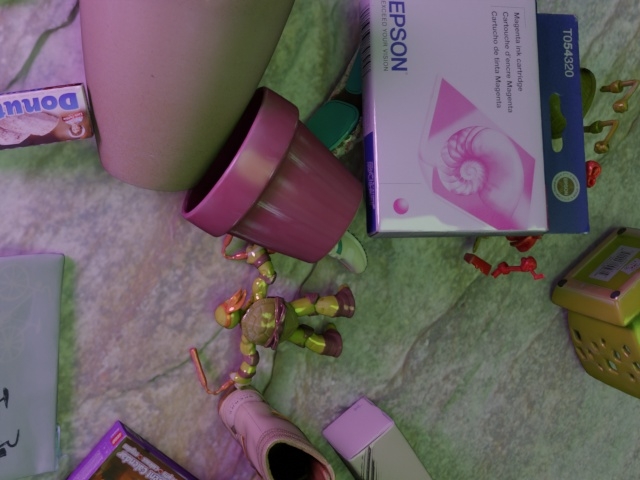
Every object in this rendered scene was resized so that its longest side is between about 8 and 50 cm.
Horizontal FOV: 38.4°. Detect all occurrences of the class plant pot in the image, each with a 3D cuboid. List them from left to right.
[{"bbox_3d":[-0.178,-0.208,1.110,0.256,0.256,0.274,3,117,-26],"label":"plant pot"},{"bbox_3d":[-0.053,-0.068,1.191,0.180,0.201,0.201,33,87,-18],"label":"plant pot"},{"bbox_3d":[0.536,0.109,1.524,0.228,0.227,0.207,-41,109,-11],"label":"plant pot"}]

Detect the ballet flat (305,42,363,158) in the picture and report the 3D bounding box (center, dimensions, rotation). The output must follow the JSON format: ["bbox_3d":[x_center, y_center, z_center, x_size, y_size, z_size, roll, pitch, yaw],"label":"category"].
[{"bbox_3d":[0.051,-0.187,1.299,0.241,0.091,0.077,-56,141,0],"label":"ballet flat"}]

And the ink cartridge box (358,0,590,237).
[{"bbox_3d":[0.220,-0.168,1.245,0.329,0.071,0.324,-1,85,-11],"label":"ink cartridge box"}]

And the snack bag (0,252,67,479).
[{"bbox_3d":[-0.465,0.166,1.116,0.342,0.037,0.323,-6,105,-45],"label":"snack bag"}]

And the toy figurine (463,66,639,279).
[{"bbox_3d":[0.274,-0.146,1.352,0.217,0.191,0.363,30,87,-26],"label":"toy figurine"}]

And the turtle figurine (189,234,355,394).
[{"bbox_3d":[-0.060,0.098,1.307,0.217,0.087,0.270,5,99,-27],"label":"turtle figurine"}]

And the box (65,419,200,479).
[{"bbox_3d":[-0.245,0.421,1.314,0.201,0.057,0.293,-49,117,-7],"label":"box"}]

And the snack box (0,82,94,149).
[{"bbox_3d":[-0.360,-0.141,1.078,0.178,0.022,0.064,-8,111,0],"label":"snack box"}]

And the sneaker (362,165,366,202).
[{"bbox_3d":[0.122,-0.118,1.322,0.079,0.121,0.217,0,102,-22],"label":"sneaker"}]

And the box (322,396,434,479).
[{"bbox_3d":[0.121,0.386,1.451,0.094,0.113,0.275,-38,114,-11],"label":"box"}]

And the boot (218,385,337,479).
[{"bbox_3d":[-0.029,0.335,1.312,0.095,0.203,0.262,-39,114,-12],"label":"boot"}]

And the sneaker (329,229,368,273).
[{"bbox_3d":[0.000,0.000,1.321,0.075,0.057,0.161,-47,114,-26],"label":"sneaker"}]
